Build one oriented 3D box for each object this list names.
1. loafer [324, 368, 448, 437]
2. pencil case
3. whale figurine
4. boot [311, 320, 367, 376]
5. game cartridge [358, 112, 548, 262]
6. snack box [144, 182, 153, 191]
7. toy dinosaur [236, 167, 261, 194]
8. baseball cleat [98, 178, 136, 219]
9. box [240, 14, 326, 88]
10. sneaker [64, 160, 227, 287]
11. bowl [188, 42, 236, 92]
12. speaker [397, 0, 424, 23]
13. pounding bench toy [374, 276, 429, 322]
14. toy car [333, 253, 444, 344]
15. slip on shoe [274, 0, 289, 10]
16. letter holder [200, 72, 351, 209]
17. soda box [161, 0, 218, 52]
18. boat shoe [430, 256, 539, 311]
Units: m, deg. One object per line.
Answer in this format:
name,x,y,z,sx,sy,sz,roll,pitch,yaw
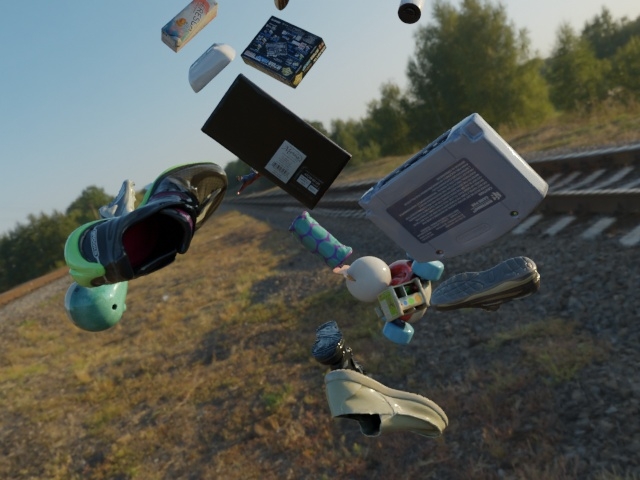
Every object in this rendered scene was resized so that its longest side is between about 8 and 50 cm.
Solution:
loafer,0.120,0.329,1.129,0.102,0.269,0.092,-42,29,54
pencil case,0.000,0.000,1.371,0.070,0.152,0.064,-42,-12,-37
whale figurine,-0.645,0.153,1.823,0.141,0.216,0.272,7,50,32
boot,0.061,0.354,1.680,0.094,0.207,0.246,-26,8,4
game cartridge,0.222,-0.069,1.016,0.294,0.196,0.060,-34,15,49
snack box,-0.525,-0.132,2.020,0.037,0.141,0.100,-46,26,-15
toy dinosaur,-0.166,-0.158,1.509,0.082,0.090,0.047,-3,-7,13
baseball cleat,-0.590,-0.110,1.737,0.110,0.072,0.205,-10,38,-11
box,-0.118,-0.599,1.890,0.175,0.220,0.051,-55,-25,-7
sneaker,-0.346,-0.033,1.372,0.202,0.185,0.483,5,34,28
bowl,-0.285,-0.450,1.530,0.142,0.053,0.142,-39,26,13
speaker,0.214,-0.558,1.372,0.055,0.055,0.136,-15,44,36
pounding bench toy,0.135,0.103,1.010,0.065,0.052,0.083,-15,-14,-25
toy car,0.147,0.099,1.486,0.238,0.219,0.210,21,16,-5
slip on shoe,-0.108,-0.652,1.520,0.051,0.041,0.135,-43,-23,-19
letter holder,-0.097,-0.232,1.396,0.152,0.302,0.214,-53,8,9
soda box,-0.368,-0.616,1.685,0.183,0.058,0.063,-52,2,-21
boat shoe,0.528,0.173,1.910,0.356,0.130,0.132,-20,28,29
